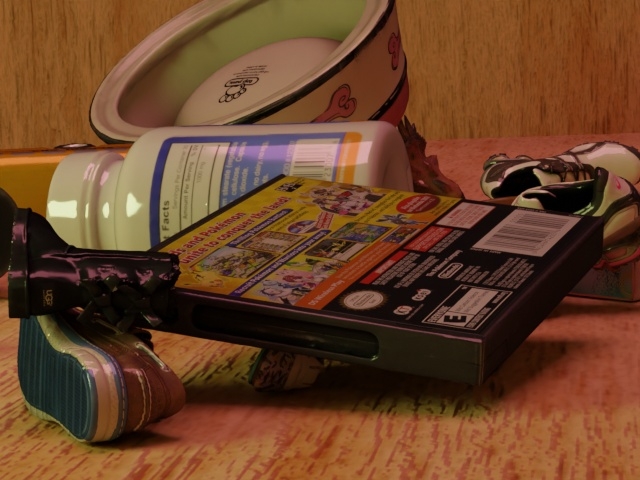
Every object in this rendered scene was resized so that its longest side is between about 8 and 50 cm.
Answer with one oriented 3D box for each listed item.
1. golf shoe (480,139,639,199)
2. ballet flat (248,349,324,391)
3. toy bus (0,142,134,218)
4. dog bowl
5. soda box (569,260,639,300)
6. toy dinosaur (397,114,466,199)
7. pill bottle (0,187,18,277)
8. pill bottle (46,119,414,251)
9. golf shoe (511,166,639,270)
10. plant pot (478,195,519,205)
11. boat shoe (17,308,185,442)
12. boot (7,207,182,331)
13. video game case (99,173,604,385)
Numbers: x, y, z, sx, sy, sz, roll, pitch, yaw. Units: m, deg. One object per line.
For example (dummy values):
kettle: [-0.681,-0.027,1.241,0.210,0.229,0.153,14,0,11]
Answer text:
golf shoe: [0.289,-0.067,2.184,0.198,0.077,0.094,-8,16,8]
ballet flat: [-0.017,0.074,1.157,0.041,0.041,0.114,-2,8,7]
toy bus: [-0.330,-0.045,2.011,0.332,0.108,0.130,-3,8,-8]
dog bowl: [-0.071,-0.181,2.272,0.408,0.150,0.408,-20,29,12]
soda box: [0.206,0.012,1.522,0.063,0.058,0.183,-8,10,-40]
toy dinosaur: [0.021,-0.100,2.337,0.295,0.127,0.200,-9,15,-10]
pill bottle: [-0.359,-0.013,1.667,0.122,0.123,0.219,-7,8,-35]
pill bottle: [-0.071,-0.017,1.464,0.272,0.152,0.152,-1,7,16]
golf shoe: [0.167,-0.010,1.433,0.186,0.086,0.067,-21,36,33]
plant pot: [0.254,-0.026,1.960,0.236,0.032,0.236,-2,6,0]
boat shoe: [-0.131,0.078,1.083,0.066,0.066,0.183,0,15,-24]
boot: [-0.134,0.016,1.091,0.099,0.045,0.121,0,22,-9]
video game case: [0.030,0.018,1.201,0.248,0.035,0.275,9,19,21]
